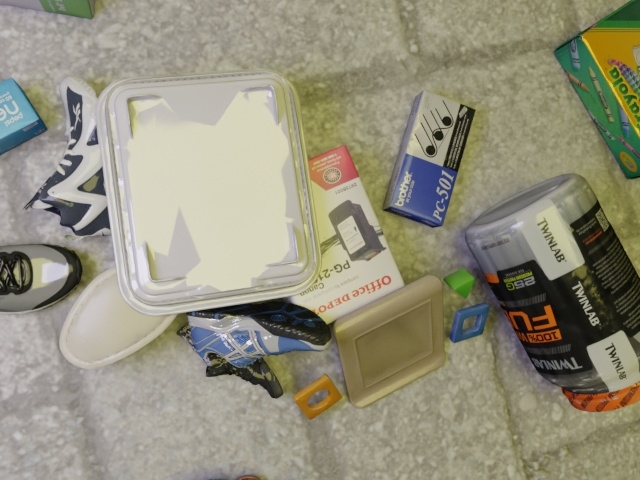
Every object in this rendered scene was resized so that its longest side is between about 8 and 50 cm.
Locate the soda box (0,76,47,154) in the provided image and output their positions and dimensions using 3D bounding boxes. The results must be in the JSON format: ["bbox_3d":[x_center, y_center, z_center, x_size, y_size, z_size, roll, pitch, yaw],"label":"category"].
[{"bbox_3d":[-0.499,-0.140,0.860,0.210,0.067,0.071,-32,94,-13],"label":"soda box"}]

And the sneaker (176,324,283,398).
[{"bbox_3d":[-0.136,0.184,0.935,0.089,0.051,0.170,-33,90,-12],"label":"sneaker"}]

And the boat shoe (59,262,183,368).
[{"bbox_3d":[-0.233,0.050,0.894,0.116,0.097,0.324,43,79,-7],"label":"boat shoe"}]

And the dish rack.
[{"bbox_3d":[-0.145,-0.076,0.838,0.286,0.072,0.332,-8,87,-13],"label":"dish rack"}]

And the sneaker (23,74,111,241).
[{"bbox_3d":[-0.357,-0.105,0.875,0.153,0.094,0.235,-25,103,-22],"label":"sneaker"}]

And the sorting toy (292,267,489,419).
[{"bbox_3d":[0.107,0.154,0.964,0.348,0.047,0.196,-25,130,-14],"label":"sorting toy"}]

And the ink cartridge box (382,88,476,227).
[{"bbox_3d":[0.180,-0.134,1.027,0.097,0.046,0.207,18,83,-10],"label":"ink cartridge box"}]

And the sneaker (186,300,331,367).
[{"bbox_3d":[-0.085,0.133,0.870,0.211,0.080,0.081,5,106,18],"label":"sneaker"}]

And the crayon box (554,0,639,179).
[{"bbox_3d":[0.565,-0.271,1.106,0.165,0.081,0.278,-33,94,-13],"label":"crayon box"}]

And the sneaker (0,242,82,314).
[{"bbox_3d":[-0.466,0.055,0.836,0.272,0.108,0.100,-5,86,-15],"label":"sneaker"}]

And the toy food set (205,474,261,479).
[{"bbox_3d":[-0.138,0.401,0.916,0.218,0.071,0.128,3,110,-11],"label":"toy food set"}]

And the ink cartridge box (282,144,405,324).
[{"bbox_3d":[0.000,0.000,0.949,0.172,0.100,0.237,-24,92,-13],"label":"ink cartridge box"}]

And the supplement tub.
[{"bbox_3d":[0.393,0.083,0.981,0.207,0.207,0.338,-30,93,-13],"label":"supplement tub"}]

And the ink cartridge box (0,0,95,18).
[{"bbox_3d":[-0.494,-0.453,0.852,0.353,0.119,0.207,5,86,-13],"label":"ink cartridge box"}]
